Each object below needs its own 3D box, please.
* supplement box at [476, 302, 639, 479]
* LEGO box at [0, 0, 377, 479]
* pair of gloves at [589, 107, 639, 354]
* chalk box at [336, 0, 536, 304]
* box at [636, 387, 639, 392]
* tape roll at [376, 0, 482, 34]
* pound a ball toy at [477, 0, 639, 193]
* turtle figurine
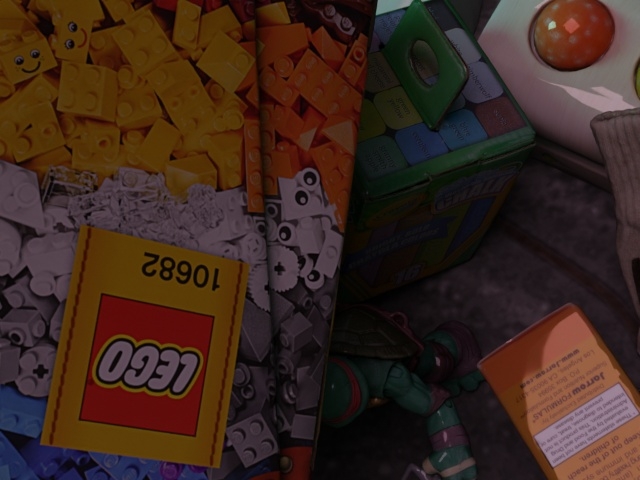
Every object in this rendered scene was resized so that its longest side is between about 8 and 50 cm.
[{"bbox_3d":[0.188,0.156,0.641,0.080,0.078,0.233,-36,64,8],"label":"supplement box"},{"bbox_3d":[-0.186,-0.012,0.680,0.500,0.193,0.373,-12,67,59],"label":"LEGO box"},{"bbox_3d":[0.284,0.014,0.649,0.240,0.204,0.042,9,43,40],"label":"pair of gloves"},{"bbox_3d":[0.047,-0.068,0.739,0.132,0.213,0.132,-20,65,-18],"label":"chalk box"},{"bbox_3d":[0.313,0.245,0.646,0.295,0.073,0.293,1,74,21],"label":"box"},{"bbox_3d":[-0.014,-0.217,0.888,0.286,0.100,0.286,-5,72,17],"label":"tape roll"},{"bbox_3d":[0.247,-0.137,0.751,0.319,0.136,0.208,30,85,24],"label":"pound a ball toy"},{"bbox_3d":[0.027,0.097,0.700,0.175,0.234,0.118,20,103,17],"label":"turtle figurine"}]
